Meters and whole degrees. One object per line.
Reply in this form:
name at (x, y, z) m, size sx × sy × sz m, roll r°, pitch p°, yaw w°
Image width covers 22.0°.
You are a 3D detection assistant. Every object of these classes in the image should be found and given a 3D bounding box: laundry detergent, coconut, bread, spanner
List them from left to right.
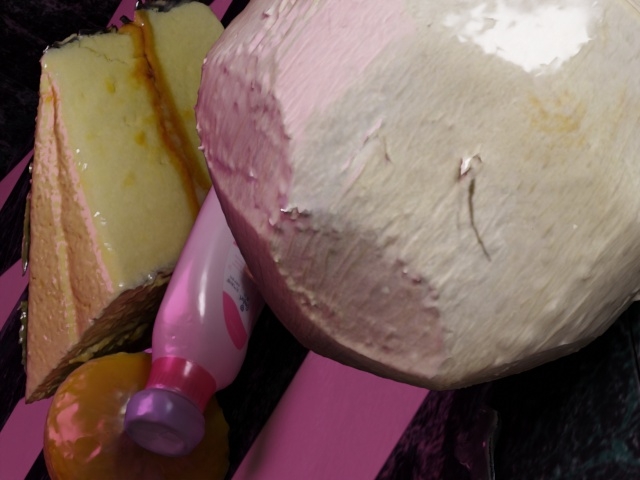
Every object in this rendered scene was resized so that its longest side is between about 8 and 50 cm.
bread at (-0.228, -0.065, 1.904) m, size 0.242 × 0.345 × 0.405 m, roll -40°, pitch 68°, yaw 34°
bread at (-0.200, 0.216, 1.758) m, size 0.170 × 0.197 × 0.197 m, roll 129°, pitch 163°, yaw -68°
laundry detergent at (-0.110, 0.069, 1.711) m, size 0.087 × 0.159 × 0.335 m, roll 4°, pitch 51°, yaw 24°
coconut at (0.082, -0.065, 1.173) m, size 0.360 × 0.346 × 0.346 m, roll -46°, pitch 23°, yaw 18°
spanner at (0.120, 0.212, 1.178) m, size 0.054 × 0.015 × 0.254 m, roll -52°, pitch 20°, yaw 30°

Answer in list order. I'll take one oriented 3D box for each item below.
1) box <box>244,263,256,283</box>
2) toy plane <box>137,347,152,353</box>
box at (0.000, 0.000, 1.666) m, size 0.177 × 0.111 × 0.111 m, roll -63°, pitch 19°, yaw -2°
toy plane at (-0.214, 0.112, 2.076) m, size 0.174 × 0.080 × 0.174 m, roll -31°, pitch 55°, yaw 58°
